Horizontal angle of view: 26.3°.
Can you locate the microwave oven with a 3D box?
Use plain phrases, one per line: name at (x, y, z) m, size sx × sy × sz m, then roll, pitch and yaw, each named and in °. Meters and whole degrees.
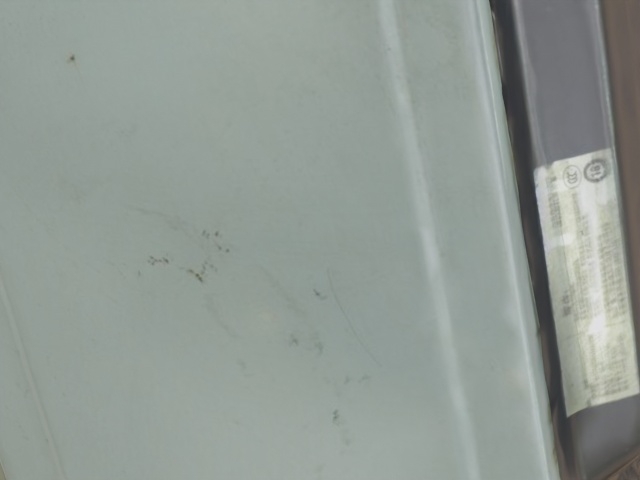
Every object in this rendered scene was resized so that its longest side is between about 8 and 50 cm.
microwave oven at (0.000, 0.000, 0.554) m, size 0.286 × 0.354 × 0.218 m, roll -1°, pitch 24°, yaw 26°
